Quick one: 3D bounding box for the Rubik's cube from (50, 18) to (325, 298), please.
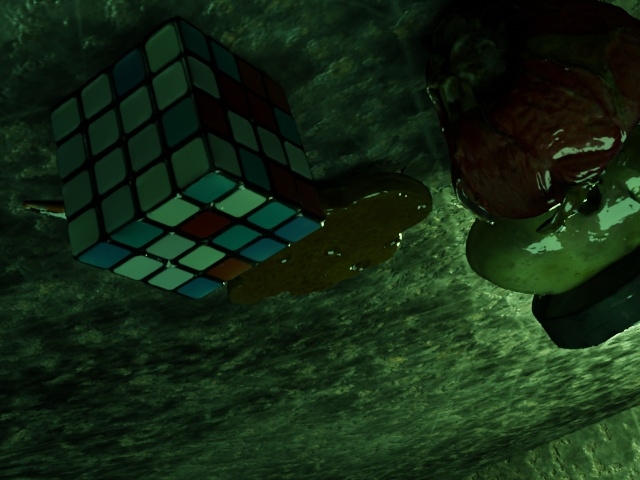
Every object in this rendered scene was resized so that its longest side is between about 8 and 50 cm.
[{"bbox_3d":[-0.113,-0.061,0.754,0.154,0.155,0.151,-31,151,23],"label":"Rubik's cube"}]

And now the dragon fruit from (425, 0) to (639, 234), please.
[{"bbox_3d":[0.167,-0.139,0.779,0.148,0.218,0.224,33,86,-20],"label":"dragon fruit"}]

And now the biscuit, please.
[{"bbox_3d":[0.000,0.000,1.069,0.290,0.041,0.208,-29,151,24],"label":"biscuit"}]

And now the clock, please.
[{"bbox_3d":[0.400,0.029,1.185,0.280,0.055,0.280,-44,-174,6],"label":"clock"}]

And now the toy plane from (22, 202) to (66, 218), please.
[{"bbox_3d":[-0.207,-0.006,0.907,0.188,0.062,0.135,2,174,-30],"label":"toy plane"}]

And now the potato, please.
[{"bbox_3d":[0.313,-0.038,1.085,0.191,0.141,0.296,25,135,-33],"label":"potato"}]
